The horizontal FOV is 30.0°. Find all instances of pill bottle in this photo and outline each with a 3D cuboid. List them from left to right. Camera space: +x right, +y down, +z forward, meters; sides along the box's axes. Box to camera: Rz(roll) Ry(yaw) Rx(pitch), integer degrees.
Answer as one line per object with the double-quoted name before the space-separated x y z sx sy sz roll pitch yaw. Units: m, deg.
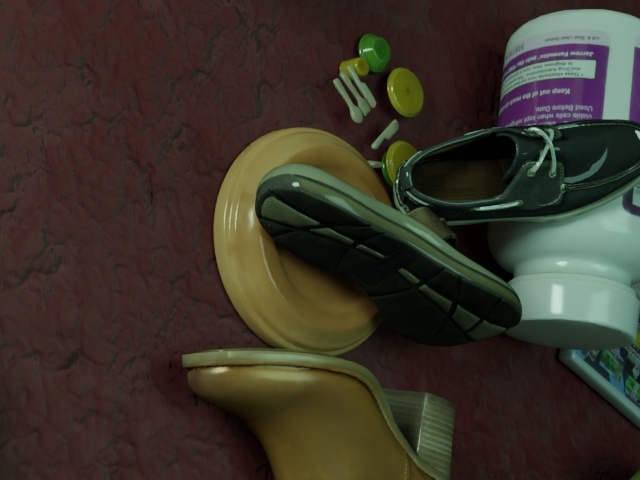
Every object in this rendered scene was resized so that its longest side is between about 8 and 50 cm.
"pill bottle" 0.249 -0.054 1.152 0.169 0.169 0.301 21 69 -37

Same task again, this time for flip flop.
"flip flop" 0.064 0.006 0.985 0.277 0.112 0.080 32 48 -27

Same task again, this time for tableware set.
"tableware set" 0.066 -0.110 1.100 0.154 0.024 0.104 55 49 -19

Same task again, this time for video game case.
"video game case" 0.345 0.098 1.308 0.201 0.023 0.183 39 59 -31

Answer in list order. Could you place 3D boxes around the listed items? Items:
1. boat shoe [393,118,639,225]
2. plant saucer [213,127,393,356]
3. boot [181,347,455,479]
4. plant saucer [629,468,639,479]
"boat shoe" 0.180 -0.062 1.033 0.233 0.079 0.084 -10 72 -2
"plant saucer" 0.000 0.000 1.012 0.200 0.037 0.199 8 78 -41
"boot" -0.008 0.207 0.941 0.283 0.109 0.220 26 70 -43
"plant saucer" 0.329 0.337 1.199 0.241 0.037 0.240 -3 90 -65
